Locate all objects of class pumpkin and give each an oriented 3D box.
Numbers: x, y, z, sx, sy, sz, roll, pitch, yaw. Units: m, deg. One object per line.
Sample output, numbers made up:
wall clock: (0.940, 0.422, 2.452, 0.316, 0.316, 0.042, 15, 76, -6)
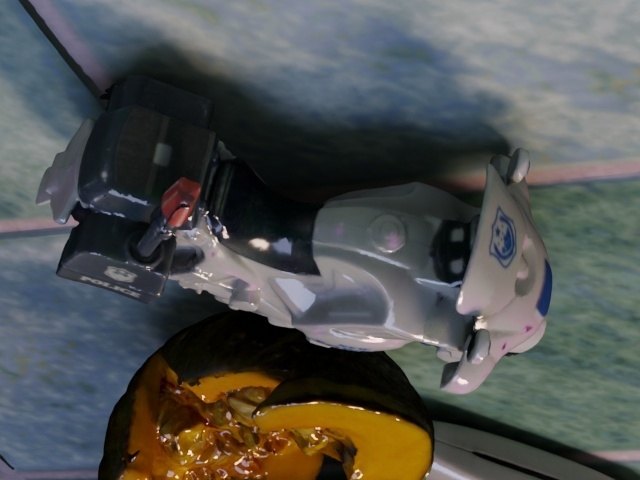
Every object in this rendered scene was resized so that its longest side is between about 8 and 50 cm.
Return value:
pumpkin: (-0.033, 0.089, 0.919, 0.119, 0.108, 0.183, 29, 128, -33)

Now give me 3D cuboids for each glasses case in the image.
glasses case: (0.100, 0.132, 1.008, 0.164, 0.041, 0.063, 21, 148, -14)

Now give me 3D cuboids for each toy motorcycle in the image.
toy motorcycle: (0.000, 0.000, 0.776, 0.221, 0.102, 0.150, 18, 160, -12)
